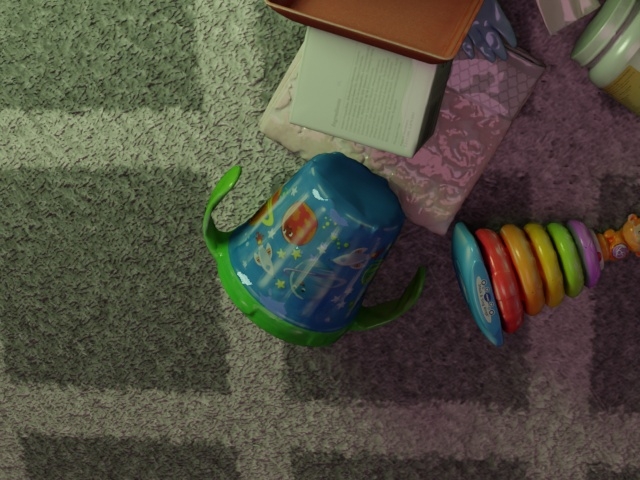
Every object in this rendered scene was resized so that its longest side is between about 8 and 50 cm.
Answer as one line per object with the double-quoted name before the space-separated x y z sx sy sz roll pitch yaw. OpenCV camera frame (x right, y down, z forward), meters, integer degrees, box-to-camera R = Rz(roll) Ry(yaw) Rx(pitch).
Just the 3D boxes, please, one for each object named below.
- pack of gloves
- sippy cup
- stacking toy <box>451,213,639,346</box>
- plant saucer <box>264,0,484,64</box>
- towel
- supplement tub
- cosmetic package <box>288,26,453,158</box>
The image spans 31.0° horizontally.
"pack of gloves" 0.246 -0.373 1.585 0.195 0.046 0.232 -30 95 8
"sippy cup" 0.000 0.000 1.697 0.224 0.305 0.240 -52 53 32
"stacking toy" 0.358 0.030 1.717 0.302 0.166 0.175 -16 105 1
"plant saucer" 0.093 -0.341 1.524 0.259 0.258 0.047 20 145 12
"towel" 0.117 -0.208 1.703 0.332 0.053 0.317 30 114 -1
"supplement tub" 0.458 -0.241 1.571 0.200 0.144 0.144 35 114 -4
"cosmetic package" 0.074 -0.222 1.590 0.184 0.151 0.151 17 112 10
